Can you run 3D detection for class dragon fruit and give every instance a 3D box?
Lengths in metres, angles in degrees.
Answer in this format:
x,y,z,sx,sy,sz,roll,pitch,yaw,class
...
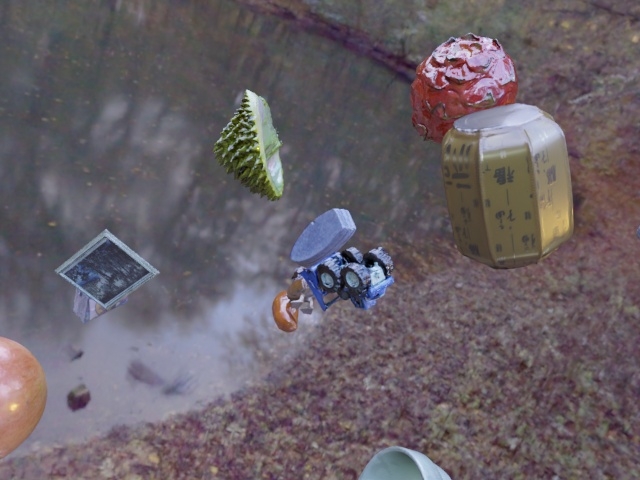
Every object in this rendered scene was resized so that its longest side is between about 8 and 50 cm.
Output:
x,y,z,sx,sy,sz,roll,pitch,yaw,class
0.306,-0.319,1.362,0.240,0.253,0.241,12,28,-7,dragon fruit

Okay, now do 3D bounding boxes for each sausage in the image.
x,y,z,sx,sy,sz,roll,pitch,yaw,class
-0.112,0.233,2.036,0.089,0.089,0.179,14,27,-14,sausage

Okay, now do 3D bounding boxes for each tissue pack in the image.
x,y,z,sx,sy,sz,roll,pitch,yaw,class
-0.608,0.149,1.766,0.065,0.116,0.155,40,38,19,tissue pack

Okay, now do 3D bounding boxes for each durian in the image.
x,y,z,sx,sy,sz,roll,pitch,yaw,class
-0.132,-0.194,1.427,0.157,0.170,0.355,35,-3,7,durian

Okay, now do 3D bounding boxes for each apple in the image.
x,y,z,sx,sy,sz,roll,pitch,yaw,class
-0.922,0.426,1.699,0.363,0.364,0.364,17,24,-8,apple

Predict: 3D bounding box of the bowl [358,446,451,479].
x,y,z,sx,sy,sz,roll,pitch,yaw,class
0.191,0.597,1.302,0.163,0.307,0.307,21,21,-24,bowl

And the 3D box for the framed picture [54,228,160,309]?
x,y,z,sx,sy,sz,roll,pitch,yaw,class
-0.443,0.067,1.301,0.142,0.183,0.011,44,30,-25,framed picture

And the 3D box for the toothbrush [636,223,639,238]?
x,y,z,sx,sy,sz,roll,pitch,yaw,class
0.361,-0.142,0.580,0.031,0.321,0.023,24,29,29,toothbrush

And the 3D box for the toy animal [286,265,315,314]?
x,y,z,sx,sy,sz,roll,pitch,yaw,class
-0.035,0.133,1.977,0.089,0.188,0.179,36,38,-32,toy animal

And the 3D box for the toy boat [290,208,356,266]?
x,y,z,sx,sy,sz,roll,pitch,yaw,class
0.000,0.000,2.242,0.078,0.283,0.127,10,47,-51,toy boat

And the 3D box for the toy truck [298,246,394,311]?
x,y,z,sx,sy,sz,roll,pitch,yaw,class
0.062,0.090,1.425,0.113,0.126,0.208,-28,20,-39,toy truck

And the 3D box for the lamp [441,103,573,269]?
x,y,z,sx,sy,sz,roll,pitch,yaw,class
0.234,-0.068,0.796,0.161,0.185,0.161,-11,24,5,lamp
